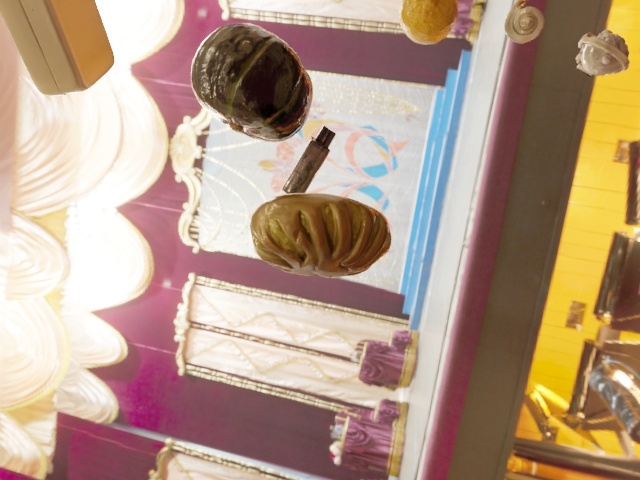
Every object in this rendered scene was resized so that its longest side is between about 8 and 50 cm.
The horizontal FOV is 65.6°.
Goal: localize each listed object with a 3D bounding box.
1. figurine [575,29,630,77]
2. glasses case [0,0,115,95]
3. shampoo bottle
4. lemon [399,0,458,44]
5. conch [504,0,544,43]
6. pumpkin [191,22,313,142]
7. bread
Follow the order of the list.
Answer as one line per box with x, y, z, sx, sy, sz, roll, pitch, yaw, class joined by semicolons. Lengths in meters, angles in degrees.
0.864;-0.573;1.514;0.141;0.162;0.237;-56;-7;24;figurine
-0.364;-0.354;0.628;0.131;0.070;0.313;-88;-8;-52;glasses case
-0.029;-0.217;1.384;0.214;0.072;0.072;-58;-6;13;shampoo bottle
0.211;-0.447;0.971;0.155;0.114;0.114;-15;-65;-78;lemon
0.543;-0.587;1.325;0.094;0.104;0.176;-40;6;38;conch
-0.169;-0.389;1.259;0.241;0.323;0.323;-59;-13;-6;pumpkin
0.000;0.000;1.135;0.333;0.332;0.160;63;-152;-73;bread
